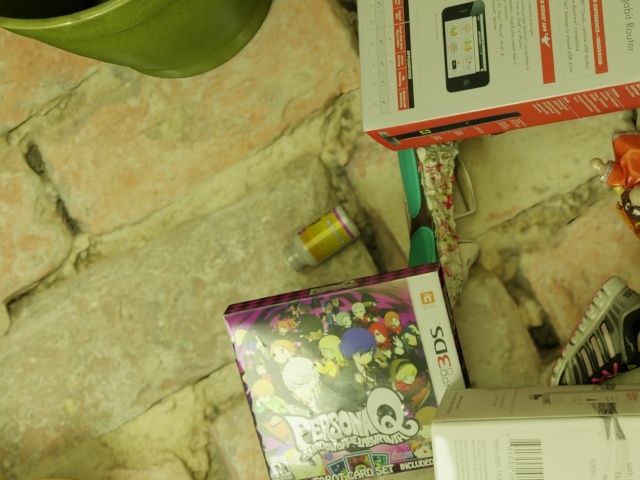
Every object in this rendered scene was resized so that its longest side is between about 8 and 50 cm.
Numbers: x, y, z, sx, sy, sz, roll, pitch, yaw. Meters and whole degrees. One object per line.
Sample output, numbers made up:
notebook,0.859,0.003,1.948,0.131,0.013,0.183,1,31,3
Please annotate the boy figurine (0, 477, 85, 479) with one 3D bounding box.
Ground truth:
boy figurine,-0.301,0.341,1.362,0.285,0.092,0.177,19,84,18

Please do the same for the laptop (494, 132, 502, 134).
laptop,0.270,-0.270,1.298,0.264,0.136,0.234,-18,81,-4

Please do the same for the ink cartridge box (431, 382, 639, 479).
ink cartridge box,0.258,0.249,1.189,0.283,0.117,0.207,-3,99,13

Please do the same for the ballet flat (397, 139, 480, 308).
ballet flat,0.132,-0.016,1.332,0.077,0.091,0.241,-1,81,-15

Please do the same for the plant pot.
plant pot,-0.208,-0.341,1.343,0.366,0.353,0.366,-3,78,14

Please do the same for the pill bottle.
pill bottle,0.000,0.000,1.378,0.083,0.043,0.043,-35,72,5

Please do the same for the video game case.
video game case,0.036,0.146,1.295,0.232,0.042,0.210,-11,103,12

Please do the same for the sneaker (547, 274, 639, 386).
sneaker,0.289,0.122,1.266,0.075,0.063,0.170,26,81,24

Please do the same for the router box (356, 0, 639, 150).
router box,0.186,-0.280,1.263,0.301,0.082,0.335,-7,76,26

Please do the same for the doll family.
doll family,0.394,-0.058,1.267,0.263,0.118,0.163,-1,71,-4
